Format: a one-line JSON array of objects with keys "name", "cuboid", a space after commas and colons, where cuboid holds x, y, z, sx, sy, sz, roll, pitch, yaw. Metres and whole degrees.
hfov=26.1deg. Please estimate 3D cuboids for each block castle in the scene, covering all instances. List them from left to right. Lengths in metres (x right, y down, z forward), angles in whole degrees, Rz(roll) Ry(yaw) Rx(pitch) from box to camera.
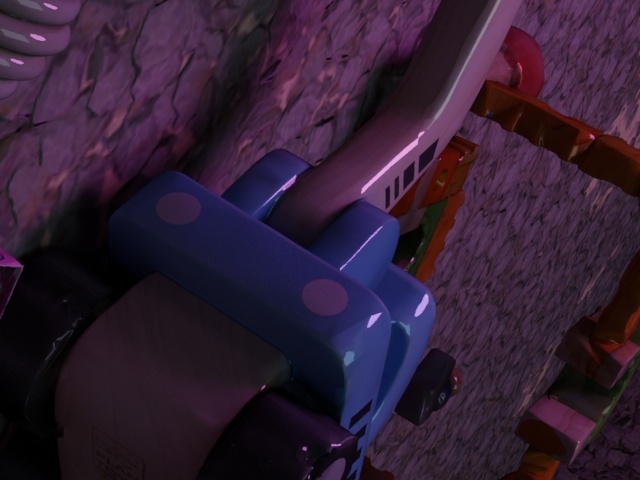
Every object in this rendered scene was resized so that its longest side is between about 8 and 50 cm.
[{"name": "block castle", "cuboid": [0.158, 0.059, 1.253, 0.213, 0.303, 0.453, -22, 139, -61]}]

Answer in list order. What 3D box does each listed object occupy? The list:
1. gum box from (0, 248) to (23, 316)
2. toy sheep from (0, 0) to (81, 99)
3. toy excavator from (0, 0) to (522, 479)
[{"name": "gum box", "cuboid": [-0.222, 0.011, 0.546, 0.062, 0.107, 0.188, -64, 160, 10]}, {"name": "toy sheep", "cuboid": [-0.145, -0.110, 0.602, 0.132, 0.091, 0.091, -61, 161, 18]}, {"name": "toy excavator", "cuboid": [0.000, 0.000, 0.904, 0.445, 0.222, 0.433, -47, 158, -36]}]
